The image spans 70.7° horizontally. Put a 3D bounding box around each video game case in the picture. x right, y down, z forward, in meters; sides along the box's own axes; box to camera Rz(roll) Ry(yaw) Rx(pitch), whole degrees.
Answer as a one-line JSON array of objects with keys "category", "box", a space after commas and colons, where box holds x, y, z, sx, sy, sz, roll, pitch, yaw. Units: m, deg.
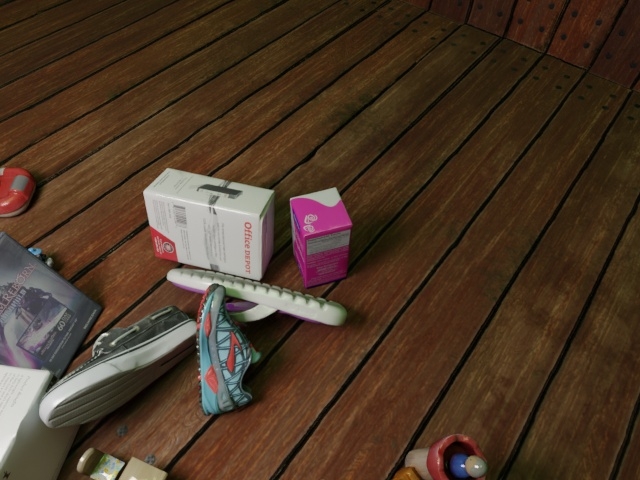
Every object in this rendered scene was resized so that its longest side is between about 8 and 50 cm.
[{"category": "video game case", "box": [-0.576, 0.144, 0.884, 0.026, 0.274, 0.196, -1, 51, 24]}]

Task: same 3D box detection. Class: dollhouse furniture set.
[{"category": "dollhouse furniture set", "box": [-0.345, 0.475, 0.713, 0.212, 0.161, 0.242, 18, 55, 11]}]

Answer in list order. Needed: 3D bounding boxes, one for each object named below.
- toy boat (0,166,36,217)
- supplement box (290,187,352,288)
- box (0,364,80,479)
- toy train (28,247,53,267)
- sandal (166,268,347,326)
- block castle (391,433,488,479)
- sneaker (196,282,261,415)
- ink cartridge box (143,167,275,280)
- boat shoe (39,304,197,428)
[{"category": "toy boat", "box": [-0.878, -0.149, 1.157, 0.230, 0.151, 0.151, -2, 54, -4]}, {"category": "supplement box", "box": [0.000, 0.000, 1.033, 0.113, 0.220, 0.111, -13, 55, -12]}, {"category": "box", "box": [-0.533, 0.339, 0.795, 0.118, 0.182, 0.181, 7, 54, 5]}, {"category": "toy train", "box": [-0.718, 0.069, 1.032, 0.183, 0.080, 0.105, -4, 25, -5]}, {"category": "sandal", "box": [-0.151, 0.143, 0.987, 0.415, 0.169, 0.102, 12, 87, 9]}, {"category": "block castle", "box": [0.122, 0.523, 0.608, 0.453, 0.213, 0.303, -29, 75, -28]}, {"category": "sneaker", "box": [-0.182, 0.211, 0.903, 0.125, 0.104, 0.262, -2, 98, -13]}, {"category": "ink cartridge box", "box": [-0.249, -0.036, 1.056, 0.272, 0.197, 0.114, 13, 40, 7]}, {"category": "boat shoe", "box": [-0.385, 0.231, 0.875, 0.119, 0.121, 0.335, 36, 30, 19]}]
